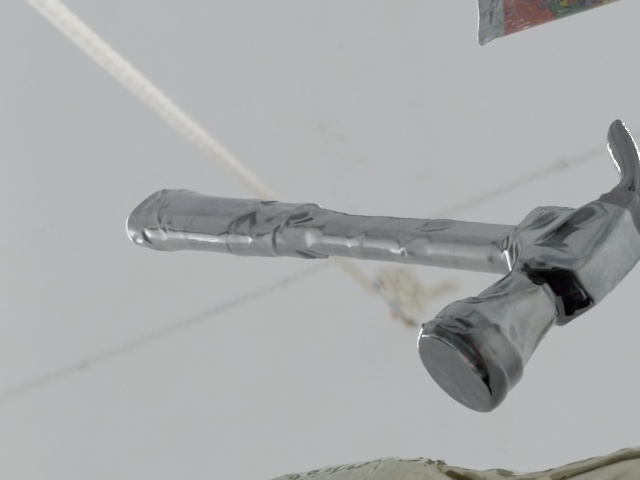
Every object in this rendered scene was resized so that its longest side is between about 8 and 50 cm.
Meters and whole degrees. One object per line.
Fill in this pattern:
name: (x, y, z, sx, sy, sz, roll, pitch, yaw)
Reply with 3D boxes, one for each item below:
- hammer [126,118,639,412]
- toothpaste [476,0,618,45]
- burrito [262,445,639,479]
hammer: (0.001, 0.001, 0.870, 0.152, 0.044, 0.427, -42, -156, -25)
toothpaste: (0.201, -0.178, 1.023, 0.234, 0.089, 0.057, -19, -112, -1)
burrito: (0.090, 0.105, 0.541, 0.392, 0.117, 0.076, -10, -116, 49)
